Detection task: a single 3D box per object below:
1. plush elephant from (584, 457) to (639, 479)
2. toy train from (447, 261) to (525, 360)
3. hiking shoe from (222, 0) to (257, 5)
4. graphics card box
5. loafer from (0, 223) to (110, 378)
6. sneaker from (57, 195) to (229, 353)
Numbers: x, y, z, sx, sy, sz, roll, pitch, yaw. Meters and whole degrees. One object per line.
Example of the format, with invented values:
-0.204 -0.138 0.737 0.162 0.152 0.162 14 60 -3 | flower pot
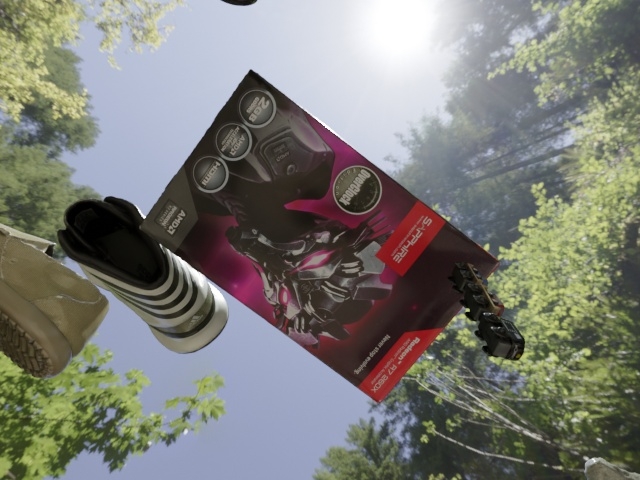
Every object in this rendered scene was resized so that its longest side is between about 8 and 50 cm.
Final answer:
0.416 0.322 0.462 0.330 0.272 0.255 -19 -95 21 | plush elephant
0.151 0.059 0.401 0.036 0.158 0.027 17 -69 -3 | toy train
-0.037 -0.311 0.343 0.086 0.114 0.226 12 -95 -24 | hiking shoe
0.000 0.000 0.544 0.371 0.094 0.232 38 -82 -3 | graphics card box
-0.327 0.030 0.445 0.269 0.092 0.101 38 -56 11 | loafer
-0.349 -0.012 0.749 0.448 0.257 0.169 29 -119 33 | sneaker
